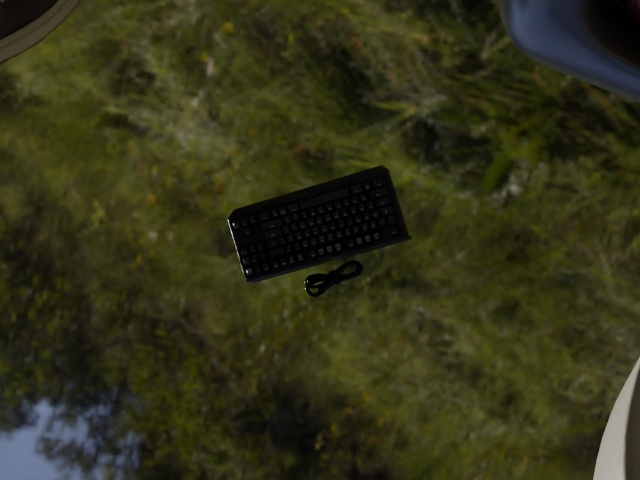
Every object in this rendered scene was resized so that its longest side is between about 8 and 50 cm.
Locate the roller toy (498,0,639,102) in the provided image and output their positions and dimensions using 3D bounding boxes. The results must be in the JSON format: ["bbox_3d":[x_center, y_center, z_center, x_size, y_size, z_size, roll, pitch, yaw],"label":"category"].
[{"bbox_3d":[0.148,-0.121,0.393,0.146,0.209,0.191,22,-174,7],"label":"roller toy"}]

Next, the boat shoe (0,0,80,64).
[{"bbox_3d":[-0.265,-0.162,0.884,0.285,0.092,0.103,-37,-120,-27],"label":"boat shoe"}]

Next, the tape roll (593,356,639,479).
[{"bbox_3d":[0.332,0.153,0.666,0.391,0.072,0.392,3,-126,-4],"label":"tape roll"}]

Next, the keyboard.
[{"bbox_3d":[0.000,0.000,1.328,0.180,0.108,0.023,-16,-173,23],"label":"keyboard"}]
